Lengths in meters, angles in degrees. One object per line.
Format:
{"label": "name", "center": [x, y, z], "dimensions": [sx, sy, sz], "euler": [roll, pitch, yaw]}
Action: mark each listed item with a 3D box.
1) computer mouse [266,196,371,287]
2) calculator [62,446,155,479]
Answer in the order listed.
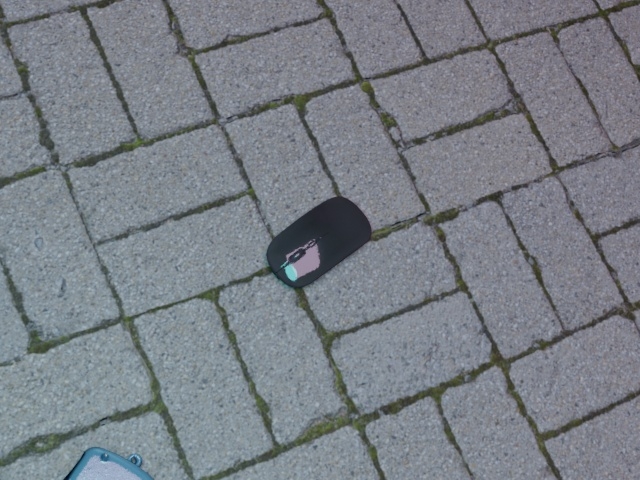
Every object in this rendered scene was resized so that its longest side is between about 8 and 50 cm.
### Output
{"label": "computer mouse", "center": [0.001, -0.001, 2.053], "dimensions": [0.232, 0.057, 0.120], "euler": [-34, 80, -25]}
{"label": "calculator", "center": [-0.389, 0.483, 1.748], "dimensions": [0.173, 0.051, 0.293], "euler": [32, 64, 1]}
